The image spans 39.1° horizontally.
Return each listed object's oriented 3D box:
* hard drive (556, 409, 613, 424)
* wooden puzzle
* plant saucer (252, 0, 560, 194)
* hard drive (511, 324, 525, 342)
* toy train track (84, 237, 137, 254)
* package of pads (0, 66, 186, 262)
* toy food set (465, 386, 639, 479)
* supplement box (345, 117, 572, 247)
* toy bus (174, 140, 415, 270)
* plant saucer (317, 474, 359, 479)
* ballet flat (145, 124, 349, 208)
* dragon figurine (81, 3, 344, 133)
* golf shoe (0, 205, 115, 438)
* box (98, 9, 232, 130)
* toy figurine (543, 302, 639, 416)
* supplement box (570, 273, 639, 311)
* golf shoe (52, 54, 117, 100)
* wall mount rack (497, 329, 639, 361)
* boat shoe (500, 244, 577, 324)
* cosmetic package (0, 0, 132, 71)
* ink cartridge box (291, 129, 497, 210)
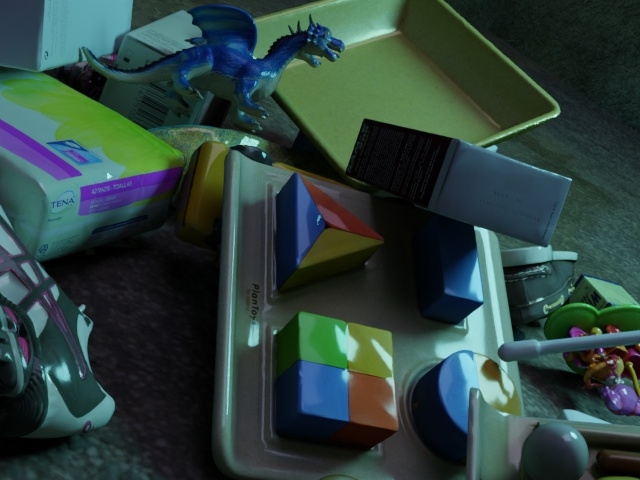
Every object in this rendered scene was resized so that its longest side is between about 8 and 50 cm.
[{"bbox_3d":[0.362,0.303,0.893,0.203,0.040,0.307,21,24,-13],"label":"hard drive"},{"bbox_3d":[0.068,0.078,0.841,0.348,0.080,0.322,17,52,-26],"label":"wooden puzzle"},{"bbox_3d":[0.088,-0.199,1.200,0.333,0.081,0.333,-23,57,-26],"label":"plant saucer"},{"bbox_3d":[0.197,0.119,1.122,0.094,0.022,0.135,34,24,15],"label":"hard drive"},{"bbox_3d":[-0.228,-0.003,0.934,0.083,0.014,0.048,6,31,-41],"label":"toy train track"},{"bbox_3d":[-0.312,-0.098,0.912,0.297,0.101,0.229,30,23,17],"label":"package of pads"},{"bbox_3d":[0.258,0.222,0.660,0.306,0.092,0.219,4,55,7],"label":"toy food set"},{"bbox_3d":[0.130,-0.065,0.921,0.130,0.073,0.239,16,6,-21],"label":"supplement box"},{"bbox_3d":[0.000,0.000,1.000,0.333,0.130,0.108,17,69,-21],"label":"toy bus"},{"bbox_3d":[0.025,0.220,0.703,0.083,0.015,0.083,20,45,-21],"label":"plant saucer"},{"bbox_3d":[-0.077,-0.063,1.108,0.349,0.123,0.123,5,31,-41],"label":"ballet flat"},{"bbox_3d":[-0.121,-0.217,1.052,0.289,0.144,0.085,11,-17,-9],"label":"dragon figurine"},{"bbox_3d":[-0.254,0.053,0.715,0.120,0.105,0.272,26,24,-45],"label":"golf shoe"},{"bbox_3d":[-0.194,-0.205,1.219,0.127,0.148,0.232,27,24,-1],"label":"box"},{"bbox_3d":[0.364,0.169,1.084,0.173,0.130,0.159,24,32,-24],"label":"toy figurine"},{"bbox_3d":[0.431,0.103,1.360,0.083,0.056,0.083,14,26,-29],"label":"supplement box"},{"bbox_3d":[-0.305,-0.252,1.301,0.086,0.067,0.186,33,24,17],"label":"golf shoe"},{"bbox_3d":[0.328,0.194,0.802,0.304,0.130,0.350,18,47,-29],"label":"wall mount rack"},{"bbox_3d":[0.295,0.062,1.243,0.117,0.096,0.324,-8,-6,20],"label":"boat shoe"},{"bbox_3d":[-0.438,-0.277,1.020,0.378,0.097,0.284,10,14,3],"label":"cosmetic package"},{"bbox_3d":[0.104,-0.121,1.335,0.233,0.168,0.171,37,26,21],"label":"ink cartridge box"}]
